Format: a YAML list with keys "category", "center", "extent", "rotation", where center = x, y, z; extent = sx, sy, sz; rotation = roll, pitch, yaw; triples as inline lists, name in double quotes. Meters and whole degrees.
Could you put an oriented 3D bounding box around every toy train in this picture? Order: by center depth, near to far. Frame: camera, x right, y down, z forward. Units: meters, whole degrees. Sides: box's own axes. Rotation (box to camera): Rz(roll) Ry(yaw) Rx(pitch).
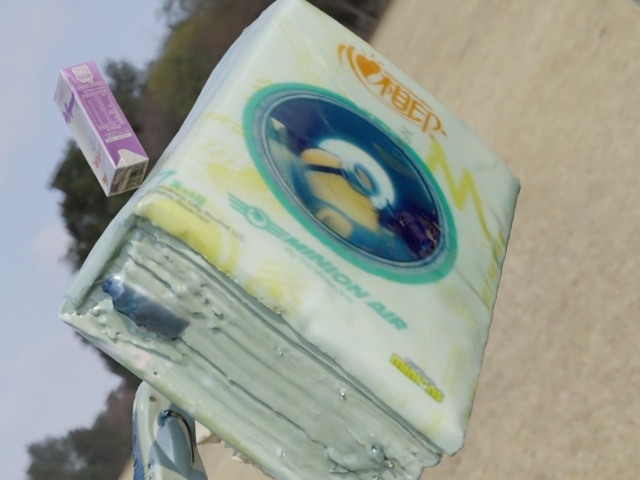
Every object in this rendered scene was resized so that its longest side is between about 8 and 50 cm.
- category: "toy train"
  center: [-0.116, 0.198, 1.122]
  extent: [0.051, 0.052, 0.233]
  rotation: [-43, 39, 41]

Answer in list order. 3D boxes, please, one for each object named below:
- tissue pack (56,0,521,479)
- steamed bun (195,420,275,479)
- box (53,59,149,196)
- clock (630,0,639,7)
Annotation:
- category: "tissue pack"
  center: [0.000, 0.000, 1.121]
  extent: [0.162, 0.287, 0.388]
  rotation: [-45, 12, 32]
- category: "steamed bun"
  center: [-0.011, 0.171, 1.459]
  extent: [0.225, 0.170, 0.200]
  rotation: [1, -57, -57]
- category: "box"
  center: [-0.197, -0.100, 1.283]
  extent: [0.036, 0.117, 0.050]
  rotation: [-20, -24, -28]
- category: "clock"
  center: [0.335, -0.362, 1.360]
  extent: [0.265, 0.324, 0.108]
  rotation: [-59, 9, -15]
